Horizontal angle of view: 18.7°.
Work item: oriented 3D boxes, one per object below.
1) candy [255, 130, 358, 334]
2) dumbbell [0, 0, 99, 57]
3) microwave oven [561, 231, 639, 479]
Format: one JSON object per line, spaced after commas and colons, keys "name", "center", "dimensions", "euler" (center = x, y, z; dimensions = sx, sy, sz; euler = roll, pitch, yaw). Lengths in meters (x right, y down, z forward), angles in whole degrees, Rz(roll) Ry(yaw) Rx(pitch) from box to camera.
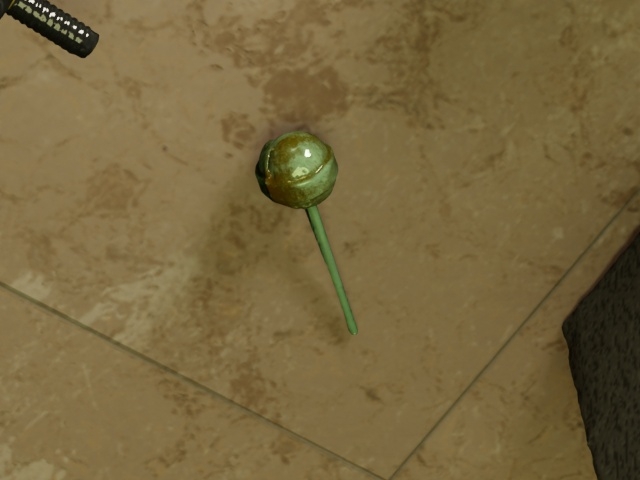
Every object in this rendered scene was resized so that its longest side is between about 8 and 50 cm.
{"name": "candy", "center": [0.000, 0.000, 1.502], "dimensions": [0.061, 0.061, 0.202], "euler": [-16, 129, 3]}
{"name": "dumbbell", "center": [-0.286, -0.212, 1.282], "dimensions": [0.325, 0.143, 0.143], "euler": [31, 113, -22]}
{"name": "microwave oven", "center": [0.410, 0.058, 1.395], "dimensions": [0.236, 0.374, 0.432], "euler": [24, 120, -20]}
